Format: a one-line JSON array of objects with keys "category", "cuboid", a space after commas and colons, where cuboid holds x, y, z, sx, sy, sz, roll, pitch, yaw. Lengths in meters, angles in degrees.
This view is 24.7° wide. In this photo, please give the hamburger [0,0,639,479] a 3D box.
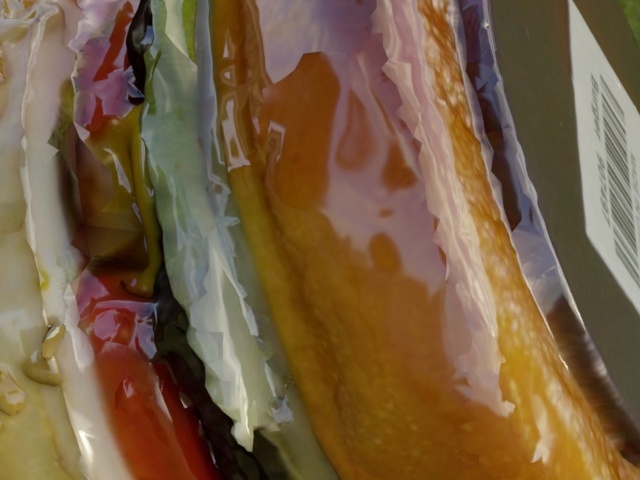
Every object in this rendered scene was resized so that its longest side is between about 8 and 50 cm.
[{"category": "hamburger", "cuboid": [0.000, 0.000, 0.576, 0.250, 0.330, 0.330, -19, 29, 25]}]
